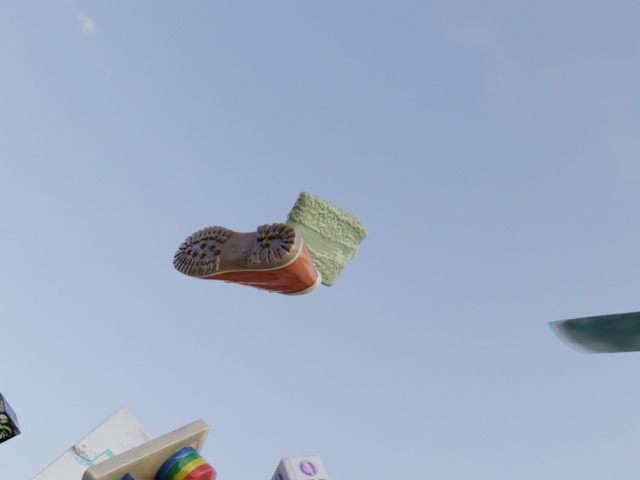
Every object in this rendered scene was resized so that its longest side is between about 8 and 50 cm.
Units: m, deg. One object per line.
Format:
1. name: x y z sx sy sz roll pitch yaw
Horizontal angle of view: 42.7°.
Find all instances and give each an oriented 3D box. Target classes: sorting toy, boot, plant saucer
1. sorting toy: -0.292 0.454 1.354 0.089 0.257 0.255 35 -64 26
2. boot: -0.076 0.028 0.836 0.158 0.059 0.084 -1 -32 31
3. plant saucer: 0.416 0.096 0.906 0.318 0.043 0.317 -4 -8 -1

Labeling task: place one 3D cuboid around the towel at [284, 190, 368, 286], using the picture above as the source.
1. towel: 0.000 0.000 1.120 0.027 0.110 0.148 31 1 44

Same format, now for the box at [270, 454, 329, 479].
1. box: 0.015 0.432 1.069 0.063 0.324 0.067 4 -51 -29

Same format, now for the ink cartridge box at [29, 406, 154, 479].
1. ink cartridge box: -0.490 0.543 1.773 0.197 0.270 0.198 47 -47 5

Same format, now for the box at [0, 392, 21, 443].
1. box: -0.546 0.302 1.339 0.052 0.083 0.062 48 -21 49
